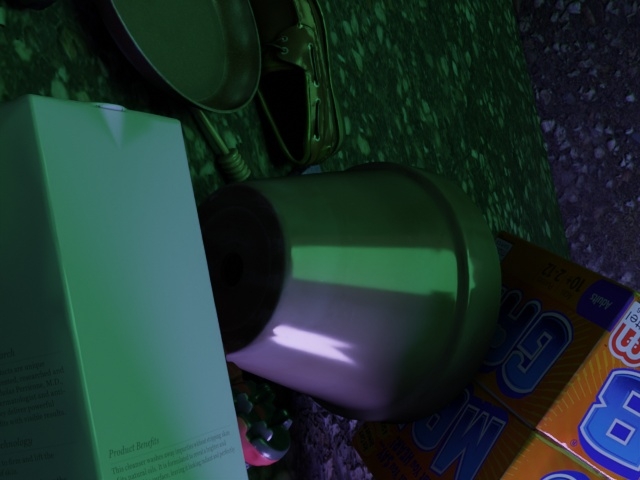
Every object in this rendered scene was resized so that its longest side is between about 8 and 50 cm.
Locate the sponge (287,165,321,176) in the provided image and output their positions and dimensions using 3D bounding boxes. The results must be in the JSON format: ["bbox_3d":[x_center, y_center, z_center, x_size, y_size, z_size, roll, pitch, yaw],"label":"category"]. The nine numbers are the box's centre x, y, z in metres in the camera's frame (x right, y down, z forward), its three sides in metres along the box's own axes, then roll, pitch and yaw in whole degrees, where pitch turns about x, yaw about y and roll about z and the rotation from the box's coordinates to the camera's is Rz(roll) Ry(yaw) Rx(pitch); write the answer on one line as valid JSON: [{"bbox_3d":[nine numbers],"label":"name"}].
[{"bbox_3d":[0.000,0.000,1.492,0.210,0.031,0.117,68,27,-17],"label":"sponge"}]

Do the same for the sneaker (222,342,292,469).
[{"bbox_3d":[-0.151,0.128,1.044,0.276,0.135,0.097,56,15,12],"label":"sneaker"}]

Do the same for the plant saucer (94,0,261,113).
[{"bbox_3d":[-0.180,-0.289,1.231,0.310,0.050,0.310,42,38,-44],"label":"plant saucer"}]

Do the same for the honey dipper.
[{"bbox_3d":[-0.138,-0.141,1.287,0.160,0.030,0.030,59,30,-28],"label":"honey dipper"}]

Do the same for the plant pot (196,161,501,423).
[{"bbox_3d":[-0.002,0.050,1.197,0.280,0.323,0.323,10,68,-45],"label":"plant pot"}]

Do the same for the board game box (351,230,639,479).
[{"bbox_3d":[0.317,0.256,1.275,0.356,0.356,0.356,35,1,-17],"label":"board game box"}]

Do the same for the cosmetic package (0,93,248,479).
[{"bbox_3d":[-0.203,0.082,0.900,0.217,0.156,0.385,3,73,-64],"label":"cosmetic package"}]

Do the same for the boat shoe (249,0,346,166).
[{"bbox_3d":[-0.046,-0.253,1.437,0.104,0.111,0.307,-32,103,-60],"label":"boat shoe"}]

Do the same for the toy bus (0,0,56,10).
[{"bbox_3d":[-0.297,-0.335,0.961,0.211,0.149,0.220,58,24,0],"label":"toy bus"}]
